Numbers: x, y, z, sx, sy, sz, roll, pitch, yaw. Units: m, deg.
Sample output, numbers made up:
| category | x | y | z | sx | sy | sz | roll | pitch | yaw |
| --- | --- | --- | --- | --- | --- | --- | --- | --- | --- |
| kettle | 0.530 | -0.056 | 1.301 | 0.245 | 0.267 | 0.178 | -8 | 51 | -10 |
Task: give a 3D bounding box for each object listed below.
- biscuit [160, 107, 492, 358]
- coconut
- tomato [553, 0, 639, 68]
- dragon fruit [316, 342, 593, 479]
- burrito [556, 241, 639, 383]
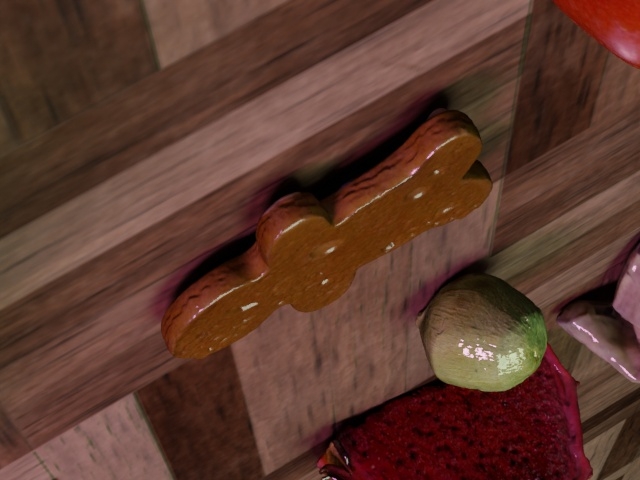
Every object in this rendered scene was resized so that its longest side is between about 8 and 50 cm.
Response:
| category | x | y | z | sx | sy | sz | roll | pitch | yaw |
| --- | --- | --- | --- | --- | --- | --- | --- | --- | --- |
| biscuit | 0.000 | -0.001 | 0.882 | 0.205 | 0.031 | 0.138 | -34 | 159 | -1 |
| coconut | 0.110 | 0.064 | 1.127 | 0.088 | 0.096 | 0.088 | -45 | 142 | -52 |
| tomato | 0.127 | -0.163 | 0.631 | 0.173 | 0.099 | 0.189 | 85 | 22 | -51 |
| dragon fruit | 0.114 | 0.209 | 1.337 | 0.274 | 0.161 | 0.126 | -21 | 154 | -35 |
| burrito | 0.363 | 0.059 | 1.422 | 0.190 | 0.135 | 0.332 | -37 | 157 | 30 |
